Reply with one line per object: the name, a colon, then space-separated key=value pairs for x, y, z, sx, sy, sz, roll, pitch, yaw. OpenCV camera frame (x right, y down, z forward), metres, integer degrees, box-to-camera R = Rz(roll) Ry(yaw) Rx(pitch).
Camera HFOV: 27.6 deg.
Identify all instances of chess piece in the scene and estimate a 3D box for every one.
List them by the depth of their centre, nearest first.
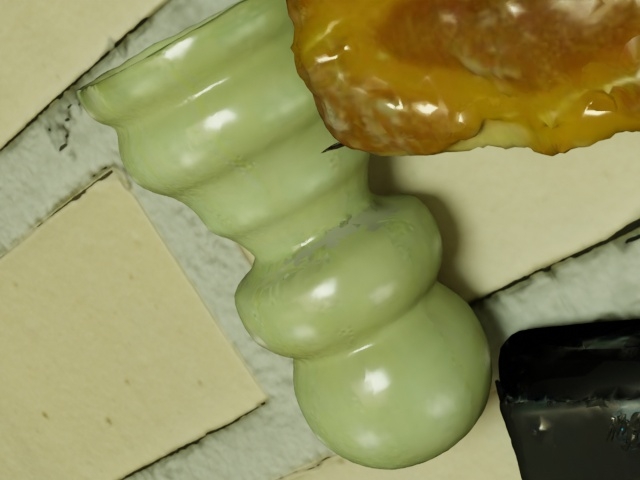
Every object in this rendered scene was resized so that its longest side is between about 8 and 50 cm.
chess piece: x=0.000 y=0.000 z=0.665 sx=0.144 sy=0.144 sz=0.251 roll=-19 pitch=106 yaw=39

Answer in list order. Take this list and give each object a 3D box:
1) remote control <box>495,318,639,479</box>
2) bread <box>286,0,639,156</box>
remote control: x=0.259 y=0.095 z=0.562 sx=0.398 sy=0.062 sz=0.145 roll=-8 pitch=105 yaw=36
bread: x=0.123 y=-0.185 z=0.434 sx=0.279 sy=0.207 sz=0.279 roll=2 pitch=110 yaw=36
